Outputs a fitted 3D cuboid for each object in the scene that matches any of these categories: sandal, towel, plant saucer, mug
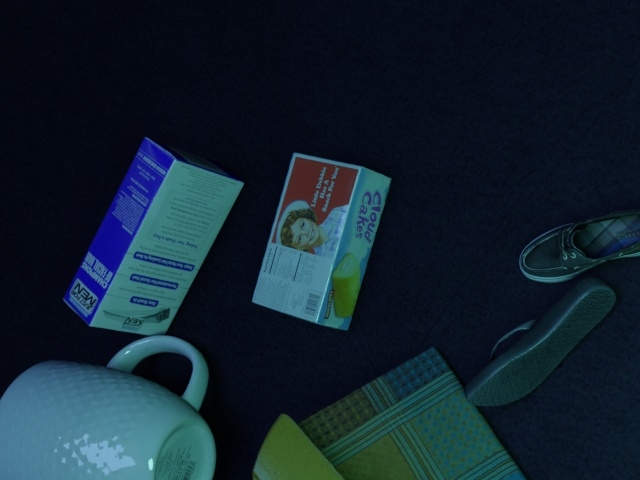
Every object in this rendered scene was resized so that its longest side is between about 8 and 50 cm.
[{"bbox_3d":[0.305,0.142,1.536,0.254,0.097,0.054,-43,44,11],"label":"sandal"},{"bbox_3d":[0.146,0.358,1.566,0.271,0.040,0.370,-29,56,-6],"label":"towel"},{"bbox_3d":[-0.009,0.467,1.555,0.333,0.081,0.332,39,137,54],"label":"plant saucer"},{"bbox_3d":[-0.338,0.324,1.904,0.328,0.276,0.374,5,52,33],"label":"mug"}]

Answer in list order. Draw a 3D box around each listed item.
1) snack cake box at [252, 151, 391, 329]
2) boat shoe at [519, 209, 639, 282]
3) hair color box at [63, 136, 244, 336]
[{"bbox_3d":[0.000,0.000,1.802,0.152,0.089,0.264,15,89,41],"label":"snack cake box"},{"bbox_3d":[0.371,0.005,1.518,0.229,0.076,0.080,-13,72,35],"label":"boat shoe"},{"bbox_3d":[-0.301,0.001,1.976,0.110,0.185,0.338,34,101,38],"label":"hair color box"}]
